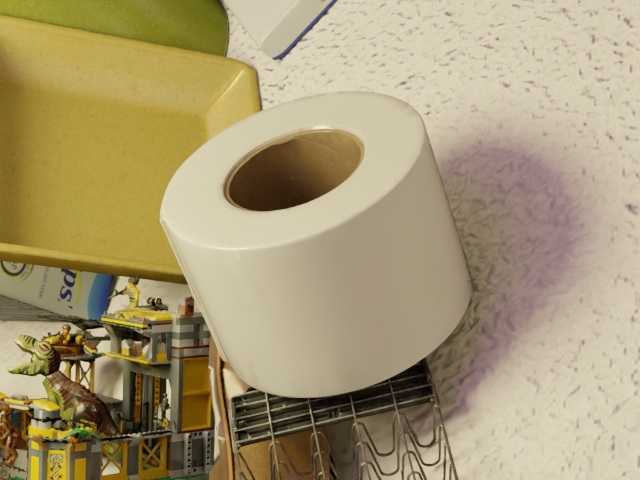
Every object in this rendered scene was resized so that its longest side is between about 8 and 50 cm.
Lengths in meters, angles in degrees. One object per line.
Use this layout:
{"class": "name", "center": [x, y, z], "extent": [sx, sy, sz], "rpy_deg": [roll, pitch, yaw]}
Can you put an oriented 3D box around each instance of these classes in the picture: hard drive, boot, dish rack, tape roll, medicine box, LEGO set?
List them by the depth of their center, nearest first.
{"class": "dish rack", "center": [0.025, 0.213, 1.267], "extent": [0.208, 0.074, 0.272], "rpy_deg": [-12, 43, 0]}
{"class": "tape roll", "center": [0.000, 0.000, 1.340], "extent": [0.246, 0.169, 0.246], "rpy_deg": [-15, 32, 10]}
{"class": "boot", "center": [-0.044, 0.170, 1.414], "extent": [0.115, 0.112, 0.305], "rpy_deg": [-14, 54, 10]}
{"class": "LEGO set", "center": [-0.253, 0.131, 1.495], "extent": [0.331, 0.254, 0.192], "rpy_deg": [6, 95, 56]}
{"class": "medicine box", "center": [-0.423, -0.008, 1.713], "extent": [0.263, 0.289, 0.149], "rpy_deg": [-1, 73, 43]}
{"class": "hard drive", "center": [-0.050, -0.375, 1.794], "extent": [0.210, 0.040, 0.319], "rpy_deg": [-46, 42, 11]}

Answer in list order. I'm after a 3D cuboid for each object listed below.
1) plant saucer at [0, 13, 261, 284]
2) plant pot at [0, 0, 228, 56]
{"class": "plant saucer", "center": [-0.223, -0.079, 1.603], "extent": [0.081, 0.332, 0.333], "rpy_deg": [120, 151, -44]}
{"class": "plant pot", "center": [-0.307, -0.262, 1.772], "extent": [0.274, 0.293, 0.275], "rpy_deg": [-23, 51, 31]}
